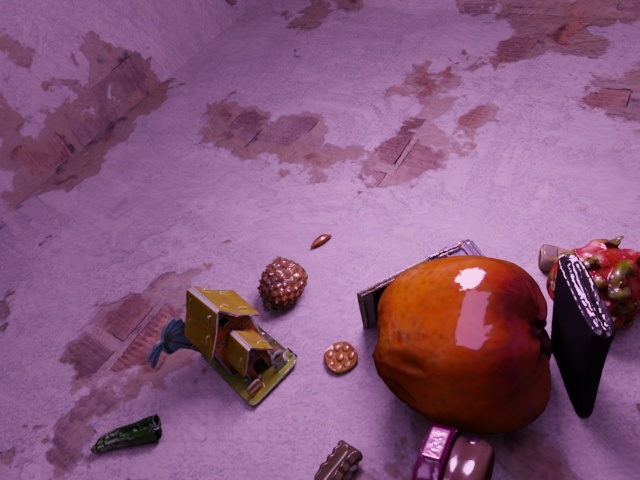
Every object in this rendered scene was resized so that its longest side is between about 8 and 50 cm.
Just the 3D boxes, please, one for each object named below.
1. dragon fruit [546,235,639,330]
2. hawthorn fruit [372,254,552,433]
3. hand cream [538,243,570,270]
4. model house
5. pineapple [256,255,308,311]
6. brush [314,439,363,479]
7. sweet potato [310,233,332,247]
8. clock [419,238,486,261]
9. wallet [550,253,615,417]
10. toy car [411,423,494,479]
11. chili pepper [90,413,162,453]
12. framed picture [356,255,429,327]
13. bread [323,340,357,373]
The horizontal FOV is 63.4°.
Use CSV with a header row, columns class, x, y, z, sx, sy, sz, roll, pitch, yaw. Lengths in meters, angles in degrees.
class,x,y,z,sx,sy,sz,roll,pitch,yaw
dragon fruit,0.772,0.128,1.416,0.302,0.231,0.237,20,46,-19
hawthorn fruit,0.356,0.265,1.328,0.470,0.472,0.472,-9,47,10
hand cream,0.779,0.062,1.589,0.203,0.084,0.084,6,51,17
model house,-0.314,0.321,1.548,0.340,0.324,0.300,-42,49,-20
pineapple,-0.138,0.157,1.758,0.166,0.166,0.193,19,69,32
brush,-0.008,0.652,1.327,0.084,0.071,0.301,19,57,45
sweet potato,0.000,0.000,1.932,0.095,0.034,0.034,-31,47,-13
clock,0.448,0.118,1.641,0.186,0.083,0.253,-23,46,-3
wallet,0.620,0.239,1.250,0.062,0.406,0.229,-14,46,9
toy car,0.321,0.574,1.101,0.240,0.341,0.271,4,28,29
chili pepper,-0.595,0.604,1.574,0.226,0.059,0.088,-21,51,3
framed picture,0.220,0.166,1.538,0.231,0.293,0.018,-26,61,-5
bread,0.061,0.359,1.594,0.109,0.025,0.110,-9,47,9
